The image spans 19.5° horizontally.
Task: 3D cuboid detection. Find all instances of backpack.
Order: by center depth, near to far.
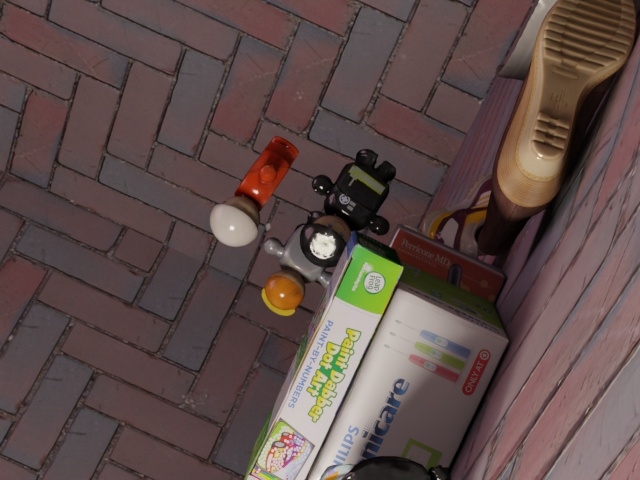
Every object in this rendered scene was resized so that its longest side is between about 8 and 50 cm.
[{"bbox_3d":[0.039,0.254,1.587,0.182,0.115,0.152,102,-170,-78],"label":"backpack"}]

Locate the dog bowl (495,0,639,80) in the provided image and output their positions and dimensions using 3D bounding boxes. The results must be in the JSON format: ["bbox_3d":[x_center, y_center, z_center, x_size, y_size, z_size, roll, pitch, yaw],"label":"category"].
[{"bbox_3d":[0.305,-0.314,1.994,0.349,0.102,0.349,24,-90,-89],"label":"dog bowl"}]

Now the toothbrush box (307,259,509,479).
[{"bbox_3d":[0.084,0.145,1.847,0.283,0.122,0.206,-56,-9,-85],"label":"toothbrush box"}]

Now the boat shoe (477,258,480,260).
[{"bbox_3d":[0.103,0.129,2.235,0.305,0.109,0.091,-59,2,22],"label":"boat shoe"}]

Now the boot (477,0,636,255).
[{"bbox_3d":[0.224,-0.123,1.852,0.207,0.090,0.248,112,-177,-64],"label":"boot"}]

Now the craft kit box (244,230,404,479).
[{"bbox_3d":[0.004,0.116,1.795,0.247,0.061,0.250,-62,1,4],"label":"craft kit box"}]

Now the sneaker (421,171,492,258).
[{"bbox_3d":[0.197,-0.022,2.147,0.185,0.084,0.070,-34,-50,-42],"label":"sneaker"}]

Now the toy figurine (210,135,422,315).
[{"bbox_3d":[0.000,0.000,2.146,0.148,0.213,0.209,-58,-39,-28],"label":"toy figurine"}]

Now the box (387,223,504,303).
[{"bbox_3d":[0.107,0.085,2.029,0.091,0.130,0.171,-56,-10,-85],"label":"box"}]
